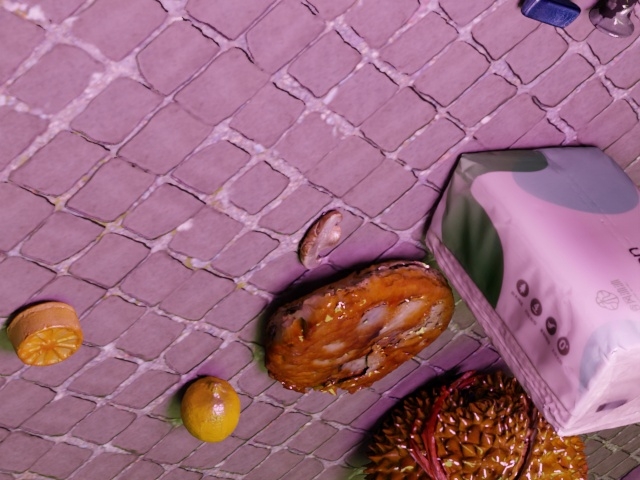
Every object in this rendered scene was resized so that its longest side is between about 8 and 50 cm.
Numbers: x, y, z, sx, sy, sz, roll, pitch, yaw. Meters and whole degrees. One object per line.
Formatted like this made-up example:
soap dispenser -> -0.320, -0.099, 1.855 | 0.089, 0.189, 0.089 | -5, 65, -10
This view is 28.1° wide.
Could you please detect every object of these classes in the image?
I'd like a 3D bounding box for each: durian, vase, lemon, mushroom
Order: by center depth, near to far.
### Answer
vase -> 0.358, -0.308, 1.439 | 0.059, 0.059, 0.167 | -13, 143, -26
mushroom -> 0.001, 0.000, 1.601 | 0.049, 0.019, 0.101 | -8, 142, -32
lemon -> -0.149, 0.228, 1.732 | 0.082, 0.082, 0.110 | -18, 147, -20
durian -> 0.256, 0.369, 2.056 | 0.348, 0.347, 0.384 | -1, 169, -38

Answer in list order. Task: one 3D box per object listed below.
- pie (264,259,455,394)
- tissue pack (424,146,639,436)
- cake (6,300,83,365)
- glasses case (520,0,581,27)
pie -> 0.054, 0.116, 1.741 | 0.308, 0.085, 0.308 | -22, 151, -13
tissue pack -> 0.331, 0.049, 1.628 | 0.266, 0.356, 0.194 | -6, 137, -33
cake -> -0.315, 0.106, 1.466 | 0.084, 0.044, 0.084 | -20, 145, -15
glasses case -> 0.259, -0.264, 1.449 | 0.083, 0.023, 0.033 | 7, 141, -42
